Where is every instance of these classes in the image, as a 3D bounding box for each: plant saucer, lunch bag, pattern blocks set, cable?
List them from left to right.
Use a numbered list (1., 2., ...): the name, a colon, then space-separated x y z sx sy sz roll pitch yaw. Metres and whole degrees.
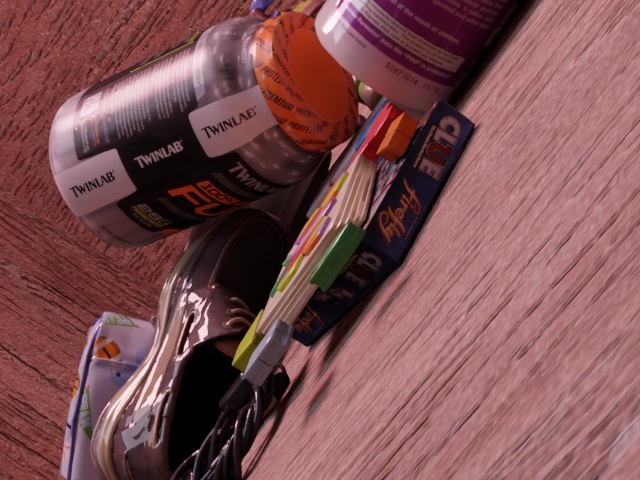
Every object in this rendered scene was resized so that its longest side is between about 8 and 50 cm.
1. lunch bag: -0.253 0.231 2.078 0.243 0.115 0.303 140 143 -77
2. cable: -0.091 0.203 1.611 0.184 0.047 0.150 -51 13 26
3. plant saucer: -0.070 -0.039 2.188 0.400 0.100 0.400 23 -90 -85
4. pattern blocks set: 0.000 0.000 1.562 0.285 0.026 0.325 -56 6 11

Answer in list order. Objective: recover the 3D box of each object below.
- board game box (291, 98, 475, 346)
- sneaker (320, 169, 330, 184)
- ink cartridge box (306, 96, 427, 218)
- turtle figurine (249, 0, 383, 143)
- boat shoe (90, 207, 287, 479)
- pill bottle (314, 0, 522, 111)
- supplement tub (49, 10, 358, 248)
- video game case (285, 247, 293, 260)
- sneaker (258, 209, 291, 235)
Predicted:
1. board game box: 0.046 -0.011 1.585 0.165 0.042 0.243 -60 7 -27
2. sneaker: 0.021 -0.072 2.124 0.040 0.044 0.109 -60 4 -6
3. ink cartridge box: 0.047 -0.071 1.810 0.180 0.060 0.104 -53 7 38
4. turtle figurine: 0.072 -0.214 1.996 0.198 0.274 0.266 -50 29 -7
5. boat shoe: -0.109 0.124 1.838 0.130 0.132 0.355 -1 57 45
6. pill bottle: 0.139 -0.291 1.715 0.301 0.169 0.169 -55 6 22
7. supplement tub: -0.127 -0.124 1.887 0.316 0.193 0.193 -22 26 32
8. video game case: -0.017 0.025 2.000 0.206 0.026 0.227 -53 7 36
9. sneaker: -0.082 0.051 1.980 0.170 0.071 0.068 -71 -16 8
